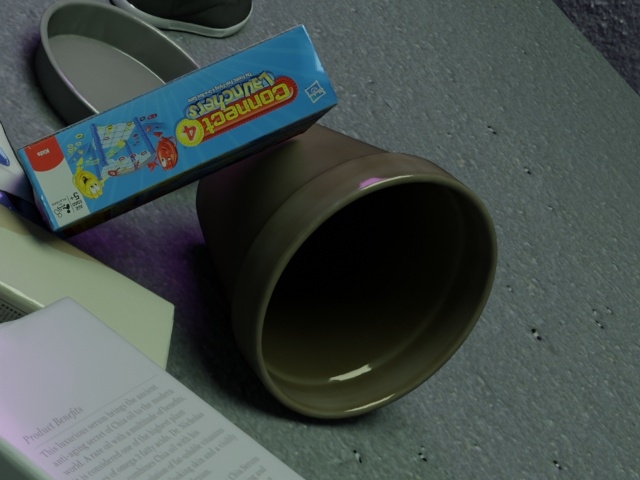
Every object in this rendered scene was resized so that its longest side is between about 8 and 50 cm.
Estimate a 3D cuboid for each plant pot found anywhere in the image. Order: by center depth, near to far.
[{"bbox_3d":[0.000,0.000,1.936,0.323,0.323,0.280,15,21,-40],"label":"plant pot"}]

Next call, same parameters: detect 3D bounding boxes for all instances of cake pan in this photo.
[{"bbox_3d":[-0.243,-0.192,2.121,0.293,0.054,0.293,30,30,-20],"label":"cake pan"}]

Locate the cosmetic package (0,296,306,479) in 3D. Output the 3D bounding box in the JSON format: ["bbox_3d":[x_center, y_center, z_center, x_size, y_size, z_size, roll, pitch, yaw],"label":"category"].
[{"bbox_3d":[-0.136,0.263,1.382,0.453,0.161,0.230,37,27,14],"label":"cosmetic package"}]

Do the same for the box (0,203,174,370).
[{"bbox_3d":[-0.308,0.066,1.579,0.311,0.148,0.121,33,29,-19],"label":"box"}]

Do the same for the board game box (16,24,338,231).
[{"bbox_3d":[-0.152,-0.104,1.715,0.308,0.302,0.086,166,-101,-83],"label":"board game box"}]

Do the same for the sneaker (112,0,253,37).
[{"bbox_3d":[-0.162,-0.382,2.395,0.104,0.147,0.296,50,28,20],"label":"sneaker"}]

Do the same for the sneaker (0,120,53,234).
[{"bbox_3d":[-0.413,-0.075,1.688,0.315,0.127,0.182,30,25,-34],"label":"sneaker"}]
